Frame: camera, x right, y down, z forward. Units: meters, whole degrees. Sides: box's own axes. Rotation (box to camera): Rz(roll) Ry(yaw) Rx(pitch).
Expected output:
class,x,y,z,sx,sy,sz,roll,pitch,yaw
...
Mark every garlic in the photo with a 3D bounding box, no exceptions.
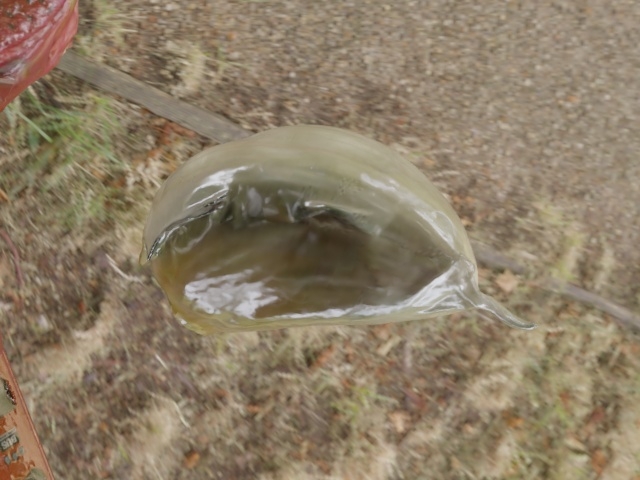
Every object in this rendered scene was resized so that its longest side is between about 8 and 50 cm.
class,x,y,z,sx,sy,sz,roll,pitch,yaw
garlic,0.001,-0.006,0.480,0.152,0.066,0.084,-6,130,15

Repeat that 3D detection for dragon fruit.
class,x,y,z,sx,sy,sz,roll,pitch,yaw
dragon fruit,-0.300,-0.146,0.947,0.262,0.189,0.163,-6,123,-19

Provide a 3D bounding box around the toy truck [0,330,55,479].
class,x,y,z,sx,sy,sz,roll,pitch,yaw
toy truck,-0.309,0.155,1.068,0.114,0.107,0.252,-15,98,27
